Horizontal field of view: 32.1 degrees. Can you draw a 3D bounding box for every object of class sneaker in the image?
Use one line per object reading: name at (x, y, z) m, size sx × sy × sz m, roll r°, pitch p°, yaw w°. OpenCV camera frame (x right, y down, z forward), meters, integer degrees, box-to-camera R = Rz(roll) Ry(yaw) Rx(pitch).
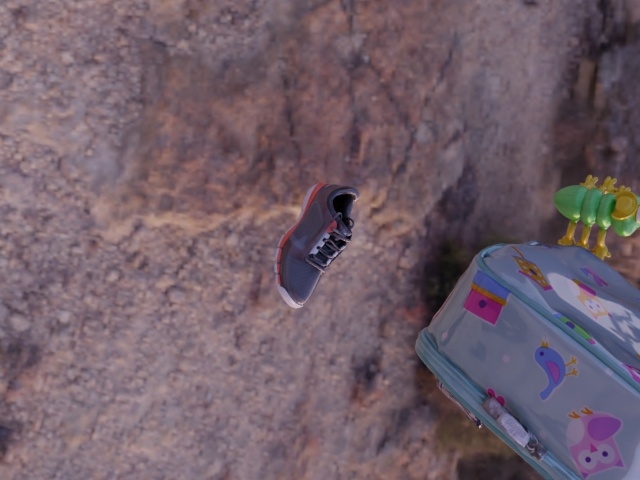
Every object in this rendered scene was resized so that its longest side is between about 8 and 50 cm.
sneaker at (0.000, 0.000, 1.224) m, size 0.061 × 0.064 × 0.158 m, roll 39°, pitch 59°, yaw -39°

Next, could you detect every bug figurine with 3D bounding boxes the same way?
bug figurine at (0.301, 0.037, 1.023) m, size 0.072 × 0.216 × 0.279 m, roll 46°, pitch 61°, yaw -58°

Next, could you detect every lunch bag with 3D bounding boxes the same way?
lunch bag at (0.208, 0.106, 0.814) m, size 0.108 × 0.224 × 0.279 m, roll -55°, pitch 154°, yaw 19°
